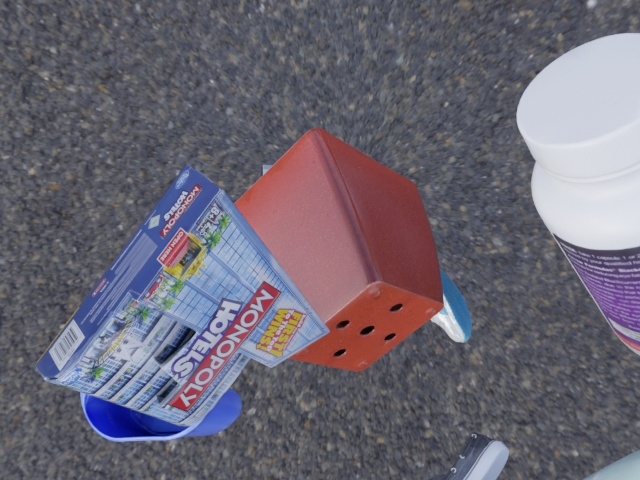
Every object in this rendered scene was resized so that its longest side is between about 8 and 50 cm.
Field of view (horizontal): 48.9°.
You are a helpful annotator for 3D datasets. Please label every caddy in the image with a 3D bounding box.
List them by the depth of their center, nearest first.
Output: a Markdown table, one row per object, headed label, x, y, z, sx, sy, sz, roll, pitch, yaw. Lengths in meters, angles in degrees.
| label | x | y | z | sx | sy | sz | roll | pitch | yaw |
| --- | --- | --- | --- | --- | --- | --- | --- | --- | --- |
| caddy | -0.313 | 0.265 | 1.366 | 0.342 | 0.179 | 0.241 | -10 | 71 | 26 |

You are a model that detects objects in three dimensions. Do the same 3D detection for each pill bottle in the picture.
| label | x | y | z | sx | sy | sz | roll | pitch | yaw |
| --- | --- | --- | --- | --- | --- | --- | --- | --- | --- |
| pill bottle | 0.189 | -0.018 | 0.402 | 0.108 | 0.108 | 0.193 | -41 | 125 | 4 |

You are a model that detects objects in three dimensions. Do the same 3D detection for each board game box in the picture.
| label | x | y | z | sx | sy | sz | roll | pitch | yaw |
| --- | --- | --- | --- | --- | --- | --- | --- | --- | --- |
| board game box | -0.090 | 0.070 | 0.582 | 0.194 | 0.060 | 0.194 | -54 | 135 | -1 |

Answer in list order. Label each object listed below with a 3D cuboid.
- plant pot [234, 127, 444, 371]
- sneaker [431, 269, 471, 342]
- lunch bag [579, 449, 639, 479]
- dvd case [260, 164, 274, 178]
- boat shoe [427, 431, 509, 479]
| label | x | y | z | sx | sy | sz | roll | pitch | yaw |
| --- | --- | --- | --- | --- | --- | --- | --- | --- | --- |
| plant pot | 0.025 | 0.041 | 1.047 | 0.267 | 0.267 | 0.235 | -42 | 51 | 23 |
| sneaker | 0.202 | 0.105 | 1.350 | 0.092 | 0.087 | 0.228 | -41 | 83 | 27 |
| lunch bag | 0.204 | 0.241 | 0.336 | 0.160 | 0.223 | 0.262 | -6 | 59 | -22 |
| dvd case | 0.000 | 0.000 | 1.064 | 0.180 | 0.029 | 0.238 | 3 | 66 | -13 |
| boat shoe | 0.201 | 0.389 | 1.096 | 0.076 | 0.080 | 0.228 | 25 | 60 | 39 |
